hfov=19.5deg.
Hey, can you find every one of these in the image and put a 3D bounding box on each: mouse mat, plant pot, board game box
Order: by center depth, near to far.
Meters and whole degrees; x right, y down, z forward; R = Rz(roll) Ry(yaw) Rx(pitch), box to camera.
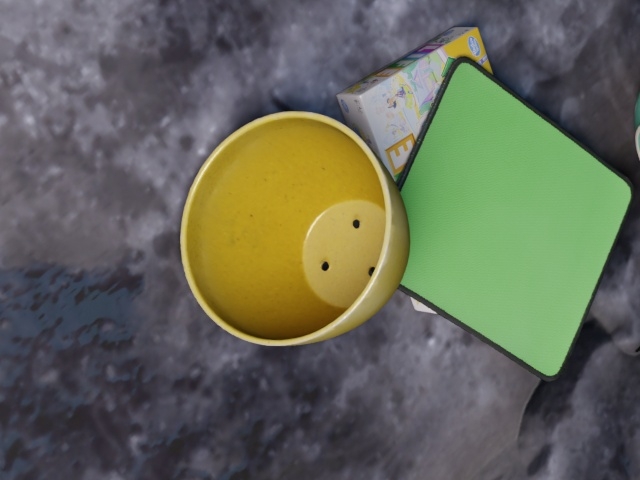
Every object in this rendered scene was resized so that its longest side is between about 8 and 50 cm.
[{"bbox_3d":[0.000,0.000,1.088,0.095,0.134,0.134,20,83,-61],"label":"plant pot"},{"bbox_3d":[0.080,-0.045,1.190,0.103,0.026,0.154,-32,113,-29],"label":"board game box"},{"bbox_3d":[0.121,-0.011,1.202,0.189,0.007,0.153,33,76,-35],"label":"mouse mat"}]

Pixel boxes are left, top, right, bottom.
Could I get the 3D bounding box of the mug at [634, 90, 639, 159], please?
[{"bbox_3d":[0.279,-0.059,1.269,0.097,0.129,0.158,-29,116,-13],"label":"mug"}]
